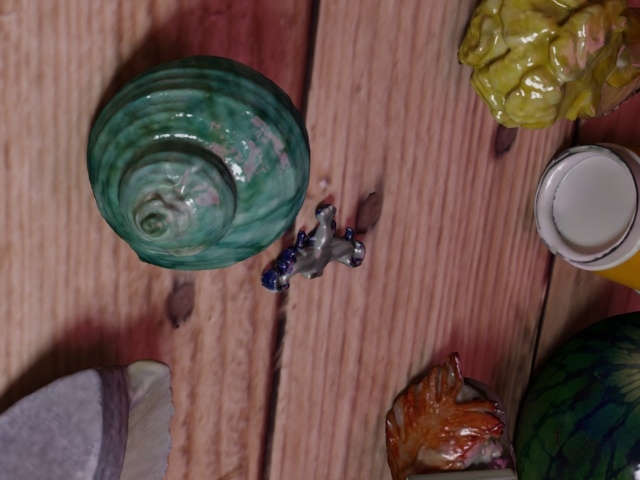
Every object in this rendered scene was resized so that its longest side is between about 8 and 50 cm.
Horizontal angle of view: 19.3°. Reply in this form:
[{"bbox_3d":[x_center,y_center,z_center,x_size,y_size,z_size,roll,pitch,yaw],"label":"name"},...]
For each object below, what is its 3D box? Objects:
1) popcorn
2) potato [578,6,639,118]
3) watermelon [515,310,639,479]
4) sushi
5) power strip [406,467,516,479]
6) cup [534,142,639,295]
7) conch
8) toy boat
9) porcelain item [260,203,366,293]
[{"bbox_3d":[0.228,-0.182,1.778,0.195,0.173,0.168,7,96,-63],"label":"popcorn"},{"bbox_3d":[0.301,-0.187,1.953,0.170,0.080,0.107,-39,143,-40],"label":"potato"},{"bbox_3d":[0.395,0.248,2.218,0.363,0.363,0.363,-36,142,-35],"label":"watermelon"},{"bbox_3d":[0.140,0.271,2.053,0.130,0.124,0.332,-27,140,-21],"label":"sushi"},{"bbox_3d":[0.149,0.261,1.942,0.136,0.019,0.051,-4,121,-12],"label":"power strip"},{"bbox_3d":[0.367,-0.023,2.101,0.279,0.196,0.196,9,108,-50],"label":"cup"},{"bbox_3d":[-0.093,-0.046,1.429,0.202,0.134,0.196,-15,126,-52],"label":"conch"},{"bbox_3d":[-0.205,0.213,1.531,0.276,0.111,0.293,-64,162,6],"label":"toy boat"},{"bbox_3d":[0.000,0.000,1.718,0.136,0.021,0.075,-17,129,-49],"label":"porcelain item"}]
